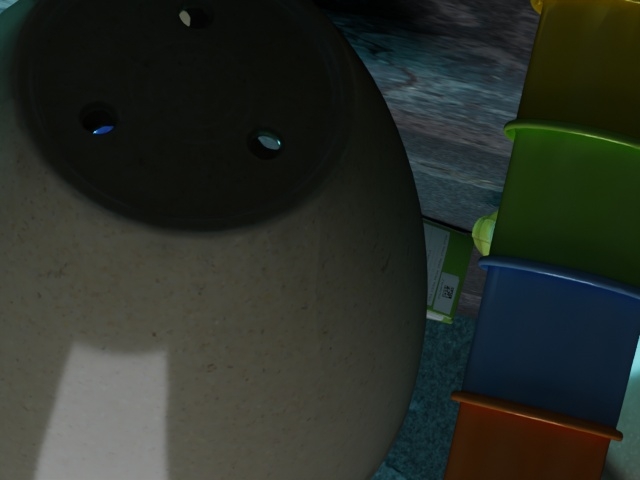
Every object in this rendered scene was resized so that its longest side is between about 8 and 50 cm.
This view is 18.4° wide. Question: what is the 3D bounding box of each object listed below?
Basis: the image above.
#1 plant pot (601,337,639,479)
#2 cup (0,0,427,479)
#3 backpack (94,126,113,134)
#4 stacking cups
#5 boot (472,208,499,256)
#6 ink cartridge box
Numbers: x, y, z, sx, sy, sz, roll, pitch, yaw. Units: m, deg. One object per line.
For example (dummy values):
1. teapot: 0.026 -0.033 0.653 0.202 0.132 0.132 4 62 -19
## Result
1. plant pot: 0.300 0.084 1.351 0.263 0.263 0.229 16 158 -13
2. cup: -0.084 -0.016 1.038 0.331 0.331 0.237 15 149 -3
3. backpack: -0.129 -0.084 1.447 0.101 0.098 0.120 27 -177 -25
4. stacking cups: 0.098 0.046 0.895 0.096 0.316 0.096 17 176 1
5. boot: 0.270 0.047 1.676 0.295 0.104 0.211 27 -178 -1
6. ink cartridge box: 0.000 0.000 2.028 0.255 0.097 0.189 20 174 -33
